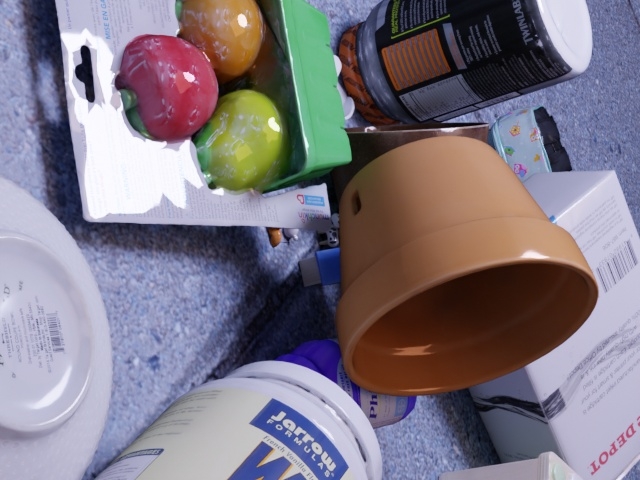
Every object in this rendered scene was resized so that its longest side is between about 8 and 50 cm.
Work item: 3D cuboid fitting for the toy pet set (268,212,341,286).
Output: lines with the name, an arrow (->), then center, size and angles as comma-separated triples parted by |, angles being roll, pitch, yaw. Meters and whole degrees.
toy pet set -> 0.000, 0.000, 1.541 | 0.122, 0.065, 0.114 | -2, 78, -56

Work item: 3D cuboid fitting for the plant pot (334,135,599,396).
plant pot -> 0.142, 0.019, 1.409 | 0.291, 0.291, 0.203 | 26, 40, -49

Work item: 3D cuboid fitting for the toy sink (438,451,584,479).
toy sink -> 0.290, 0.374, 1.655 | 0.153, 0.234, 0.131 | 41, 45, -39

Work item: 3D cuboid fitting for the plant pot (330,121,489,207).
plant pot -> 0.115, -0.034, 1.630 | 0.215, 0.215, 0.230 | -14, 104, -57

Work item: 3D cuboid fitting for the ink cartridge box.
ink cartridge box -> 0.349, 0.137, 1.809 | 0.285, 0.166, 0.395 | -35, 111, -29

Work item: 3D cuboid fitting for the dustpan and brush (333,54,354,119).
dustpan and brush -> -0.005, -0.191, 1.621 | 0.147, 0.060, 0.211 | 54, 38, -28

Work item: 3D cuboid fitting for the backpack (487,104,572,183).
backpack -> 0.323, -0.129, 1.994 | 0.188, 0.144, 0.166 | -30, 104, -80

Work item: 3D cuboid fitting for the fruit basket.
fruit basket -> -0.139, -0.168, 1.369 | 0.353, 0.165, 0.327 | -2, 77, -40

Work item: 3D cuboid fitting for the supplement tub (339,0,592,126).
supplement tub -> 0.195, -0.272, 1.720 | 0.193, 0.316, 0.193 | 28, 55, -49

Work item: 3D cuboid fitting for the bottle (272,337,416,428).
bottle -> 0.008, 0.173, 1.453 | 0.283, 0.092, 0.118 | 0, 77, -56

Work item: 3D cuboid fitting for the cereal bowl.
cereal bowl -> -0.288, 0.085, 1.010 | 0.339, 0.141, 0.339 | 28, 54, -47

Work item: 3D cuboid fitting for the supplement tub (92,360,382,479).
supplement tub -> -0.093, 0.268, 1.123 | 0.235, 0.235, 0.325 | 66, 31, -12
